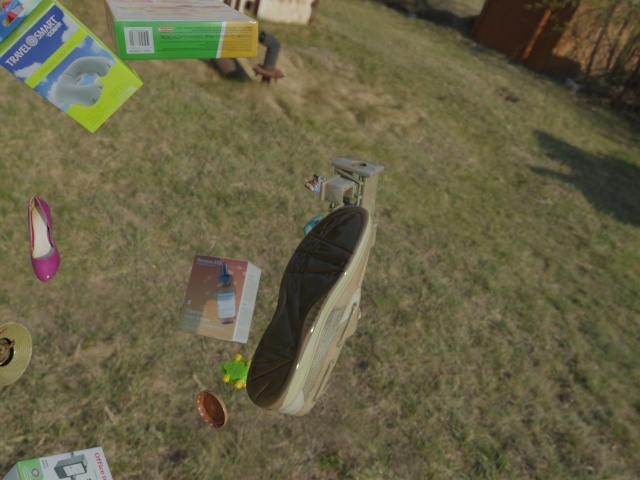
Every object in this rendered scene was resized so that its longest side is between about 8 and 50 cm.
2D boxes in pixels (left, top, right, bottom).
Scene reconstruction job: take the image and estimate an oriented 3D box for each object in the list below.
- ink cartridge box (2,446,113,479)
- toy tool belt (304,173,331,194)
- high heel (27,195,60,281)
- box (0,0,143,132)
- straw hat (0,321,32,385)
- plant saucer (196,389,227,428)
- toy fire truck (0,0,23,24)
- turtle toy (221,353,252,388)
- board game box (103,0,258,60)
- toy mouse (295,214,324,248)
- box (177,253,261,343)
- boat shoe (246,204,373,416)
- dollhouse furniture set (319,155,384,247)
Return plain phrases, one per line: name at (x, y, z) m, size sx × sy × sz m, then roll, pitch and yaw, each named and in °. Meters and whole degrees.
ink cartridge box at (-0.776, 0.755, 1.662) m, size 0.273 × 0.115 × 0.198 m, roll 11°, pitch 38°, yaw -53°
toy tool belt at (-0.003, -0.142, 1.341) m, size 0.052 × 0.051 × 0.083 m, roll 38°, pitch 10°, yaw 30°
high heel at (-0.803, -0.006, 1.585) m, size 0.082 × 0.117 × 0.244 m, roll -6°, pitch 61°, yaw -7°
box at (-0.343, -0.240, 0.744) m, size 0.042 × 0.109 × 0.178 m, roll 50°, pitch 5°, yaw 38°
straw hat at (-0.705, 0.242, 1.206) m, size 0.061 × 0.144 × 0.144 m, roll 4°, pitch 28°, yaw 11°
plant saucer at (-0.220, 0.343, 1.126) m, size 0.083 × 0.083 × 0.013 m, roll 33°, pitch 31°, yaw 24°
toy fire truck at (-0.541, -0.427, 0.879) m, size 0.135 × 0.192 × 0.047 m, roll -27°, pitch 14°, yaw -26°
turtle toy at (-0.258, 0.405, 1.708) m, size 0.130 × 0.066 × 0.095 m, roll 17°, pitch 64°, yaw 30°
board game box at (-0.278, -0.414, 1.061) m, size 0.242 × 0.064 × 0.316 m, roll -8°, pitch 31°, yaw -20°
toy mouse at (0.000, 0.000, 1.249) m, size 0.143 × 0.161 × 0.031 m, roll -13°, pitch -6°, yaw 23°
box at (-0.217, 0.127, 1.202) m, size 0.130 × 0.170 × 0.091 m, roll 6°, pitch -13°, yaw 14°
boat shoe at (0.001, 0.107, 0.872) m, size 0.122 × 0.341 × 0.110 m, roll 18°, pitch -12°, yaw 45°
dollhouse furniture set at (0.034, -0.056, 1.098) m, size 0.101 × 0.181 × 0.161 m, roll 22°, pitch 33°, yaw 29°
